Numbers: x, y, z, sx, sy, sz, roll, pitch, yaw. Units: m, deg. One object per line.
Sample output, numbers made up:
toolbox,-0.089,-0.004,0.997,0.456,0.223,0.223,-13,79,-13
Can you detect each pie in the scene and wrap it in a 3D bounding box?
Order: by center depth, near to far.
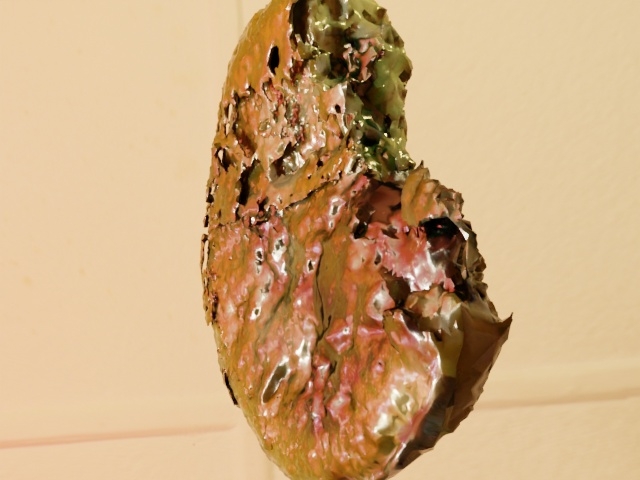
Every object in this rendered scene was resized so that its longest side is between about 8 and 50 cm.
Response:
pie,0.000,0.000,0.804,0.078,0.296,0.371,3,-135,-26
